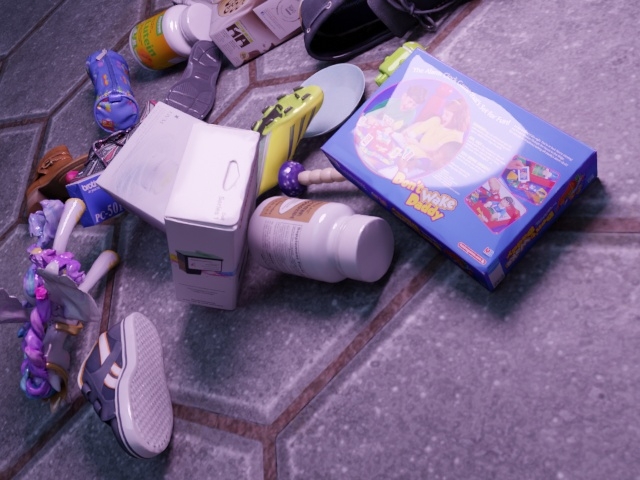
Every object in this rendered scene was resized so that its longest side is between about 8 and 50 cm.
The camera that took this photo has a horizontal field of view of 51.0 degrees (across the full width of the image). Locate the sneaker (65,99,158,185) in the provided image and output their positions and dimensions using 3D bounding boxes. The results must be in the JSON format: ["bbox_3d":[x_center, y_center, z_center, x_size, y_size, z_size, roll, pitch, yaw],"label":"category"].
[{"bbox_3d":[-0.488,-0.216,1.614,0.299,0.112,0.121,-51,20,1],"label":"sneaker"}]

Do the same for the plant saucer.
[{"bbox_3d":[0.013,-0.278,1.379,0.195,0.037,0.195,-19,49,24],"label":"plant saucer"}]

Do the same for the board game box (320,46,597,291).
[{"bbox_3d":[0.201,-0.121,1.026,0.233,0.078,0.347,-46,58,-2],"label":"board game box"}]

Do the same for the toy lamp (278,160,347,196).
[{"bbox_3d":[0.051,-0.120,1.204,0.274,0.080,0.080,1,59,39],"label":"toy lamp"}]

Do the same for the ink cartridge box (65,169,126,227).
[{"bbox_3d":[-0.453,-0.112,1.487,0.046,0.097,0.207,-7,18,34],"label":"ink cartridge box"}]

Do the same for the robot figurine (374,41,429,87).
[{"bbox_3d":[0.159,-0.332,1.288,0.115,0.067,0.101,-43,19,2],"label":"robot figurine"}]

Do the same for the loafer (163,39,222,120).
[{"bbox_3d":[-0.317,-0.363,1.667,0.095,0.109,0.302,132,157,-55],"label":"loafer"}]

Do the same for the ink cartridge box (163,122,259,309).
[{"bbox_3d":[-0.182,-0.035,1.161,0.117,0.278,0.201,10,57,-2],"label":"ink cartridge box"}]

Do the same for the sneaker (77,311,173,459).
[{"bbox_3d":[-0.341,0.268,1.169,0.127,0.126,0.321,-33,33,5],"label":"sneaker"}]

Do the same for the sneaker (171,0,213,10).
[{"bbox_3d":[-0.321,-0.663,1.878,0.115,0.105,0.281,-42,46,-7],"label":"sneaker"}]

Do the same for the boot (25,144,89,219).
[{"bbox_3d":[-0.671,-0.187,1.794,0.283,0.109,0.220,-39,39,16],"label":"boot"}]

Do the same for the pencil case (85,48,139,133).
[{"bbox_3d":[-0.584,-0.426,1.876,0.119,0.133,0.306,-13,43,-14],"label":"pencil case"}]

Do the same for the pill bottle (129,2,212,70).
[{"bbox_3d":[-0.389,-0.548,1.798,0.245,0.136,0.136,-6,55,42],"label":"pill bottle"}]

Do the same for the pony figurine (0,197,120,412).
[{"bbox_3d":[-0.521,0.102,1.283,0.303,0.351,0.363,-3,52,8],"label":"pony figurine"}]

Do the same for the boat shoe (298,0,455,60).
[{"bbox_3d":[0.161,-0.494,1.336,0.500,0.187,0.156,-14,56,35],"label":"boat shoe"}]

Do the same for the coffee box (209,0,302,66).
[{"bbox_3d":[-0.117,-0.576,1.644,0.297,0.119,0.168,-22,47,23],"label":"coffee box"}]

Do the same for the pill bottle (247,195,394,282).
[{"bbox_3d":[0.000,0.000,1.109,0.229,0.131,0.131,10,65,41],"label":"pill bottle"}]

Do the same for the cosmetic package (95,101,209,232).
[{"bbox_3d":[-0.297,-0.135,1.396,0.224,0.138,0.224,27,76,28],"label":"cosmetic package"}]

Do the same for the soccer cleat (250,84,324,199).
[{"bbox_3d":[-0.087,-0.180,1.319,0.289,0.121,0.093,-48,32,0],"label":"soccer cleat"}]
